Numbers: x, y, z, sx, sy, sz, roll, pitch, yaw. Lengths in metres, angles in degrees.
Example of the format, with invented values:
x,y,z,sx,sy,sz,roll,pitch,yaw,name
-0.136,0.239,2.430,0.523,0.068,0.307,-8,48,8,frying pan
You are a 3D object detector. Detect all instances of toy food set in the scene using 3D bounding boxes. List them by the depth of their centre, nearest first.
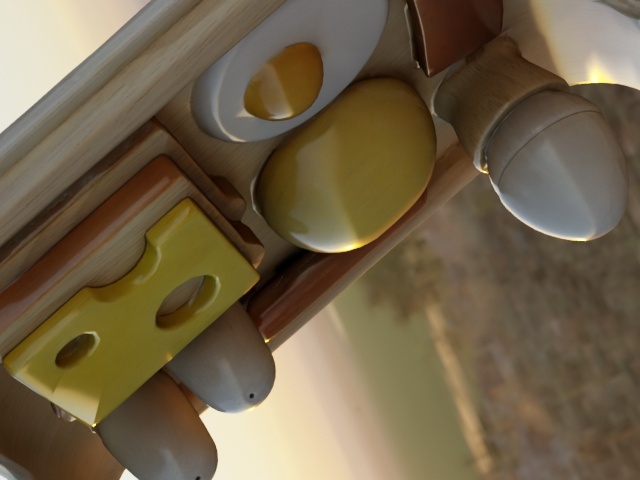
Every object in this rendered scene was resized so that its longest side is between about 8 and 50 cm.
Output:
x,y,z,sx,sy,sz,roll,pitch,yaw,name
0.000,0.000,0.659,0.092,0.306,0.220,48,178,26,toy food set
